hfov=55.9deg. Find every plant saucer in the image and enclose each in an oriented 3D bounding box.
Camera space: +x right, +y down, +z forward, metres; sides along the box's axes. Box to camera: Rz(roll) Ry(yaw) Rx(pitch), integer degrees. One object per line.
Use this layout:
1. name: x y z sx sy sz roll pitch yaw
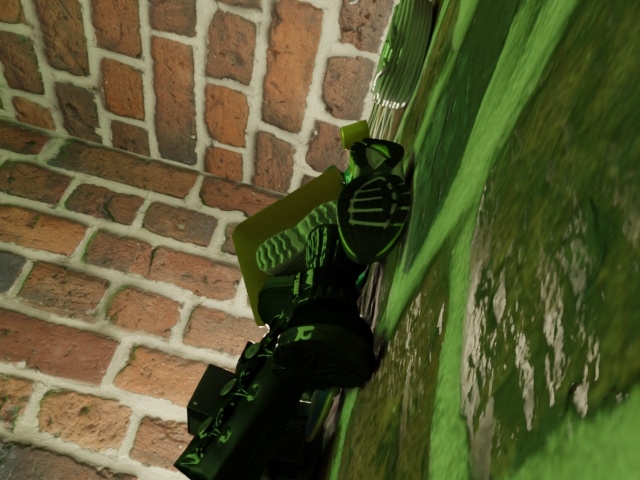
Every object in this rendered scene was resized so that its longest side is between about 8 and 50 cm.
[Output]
1. plant saucer: -0.036 0.035 1.498 0.333 0.081 0.332 -34 -44 -28

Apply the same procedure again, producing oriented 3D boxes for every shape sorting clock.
1. shape sorting clock: 0.017 0.278 1.128 0.206 0.040 0.206 19 -90 -89

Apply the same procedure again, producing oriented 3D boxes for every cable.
1. cable: 0.184 -0.425 1.357 0.257 0.089 0.257 105 -179 -70

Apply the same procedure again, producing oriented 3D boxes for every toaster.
1. toaster: -0.070 0.440 1.209 0.227 0.129 0.146 -79 0 -55

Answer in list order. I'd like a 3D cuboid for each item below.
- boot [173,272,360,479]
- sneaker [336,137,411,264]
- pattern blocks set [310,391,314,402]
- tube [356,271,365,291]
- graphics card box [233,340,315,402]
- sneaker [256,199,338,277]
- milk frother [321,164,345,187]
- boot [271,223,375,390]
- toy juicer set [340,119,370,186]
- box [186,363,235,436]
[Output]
1. boot: -0.130 0.284 1.211 0.445 0.146 0.367 -61 13 -25
2. sneaker: 0.089 -0.049 0.953 0.300 0.111 0.121 -73 -17 -53
3. pattern blocks set: -0.053 0.547 1.488 0.285 0.026 0.324 -76 1 -50
4. tube: 0.063 0.108 1.292 0.207 0.052 0.080 113 161 -45
5. graphics card box: -0.140 0.468 1.703 0.094 0.233 0.370 -64 -7 -54
6. sneaker: 0.000 0.000 1.330 0.115 0.281 0.105 48 -158 -57
7. milk frother: 0.086 -0.176 1.709 0.129 0.135 0.143 -29 39 44
8. boot: 0.020 0.087 0.946 0.348 0.131 0.260 134 159 -68
9. toy juicer set: 0.110 -0.109 1.433 0.329 0.090 0.209 84 177 -58
10. box: -0.320 0.495 1.810 0.207 0.108 0.153 104 -171 -51
